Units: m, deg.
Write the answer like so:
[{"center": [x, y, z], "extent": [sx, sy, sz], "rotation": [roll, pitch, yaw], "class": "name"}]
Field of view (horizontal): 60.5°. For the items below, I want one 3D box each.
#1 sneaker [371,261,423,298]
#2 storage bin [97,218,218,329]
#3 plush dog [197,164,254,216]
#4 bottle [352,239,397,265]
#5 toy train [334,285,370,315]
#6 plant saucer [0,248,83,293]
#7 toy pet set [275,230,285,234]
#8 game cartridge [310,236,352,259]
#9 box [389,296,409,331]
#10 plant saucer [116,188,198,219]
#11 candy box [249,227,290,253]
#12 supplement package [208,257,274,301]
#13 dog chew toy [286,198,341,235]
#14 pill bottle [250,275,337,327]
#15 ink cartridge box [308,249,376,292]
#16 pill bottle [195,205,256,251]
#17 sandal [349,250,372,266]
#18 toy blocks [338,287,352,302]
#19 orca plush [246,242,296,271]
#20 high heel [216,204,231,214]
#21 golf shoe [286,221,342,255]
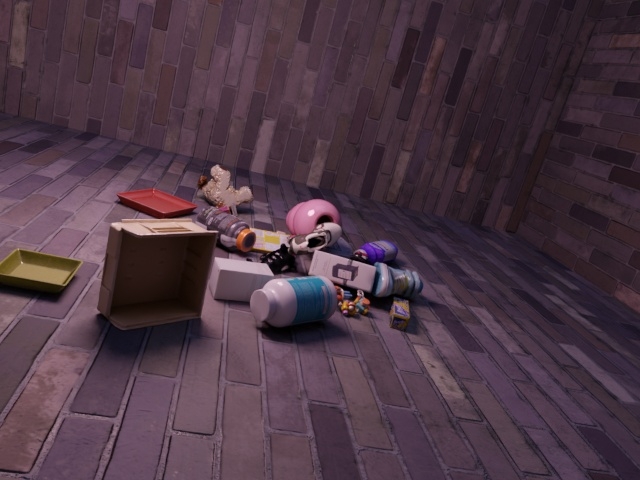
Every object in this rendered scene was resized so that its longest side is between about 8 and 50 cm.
[{"center": [0.303, 0.164, 2.105], "extent": [0.208, 0.127, 0.319], "rotation": [16, 8, 0], "class": "sneaker"}, {"center": [-0.438, 0.082, 1.476], "extent": [0.123, 0.262, 0.260], "rotation": [27, 19, 37], "class": "storage bin"}, {"center": [-0.492, -0.225, 2.697], "extent": [0.262, 0.211, 0.225], "rotation": [39, -12, -30], "class": "plush dog"}, {"center": [0.245, 0.060, 2.503], "extent": [0.118, 0.092, 0.283], "rotation": [29, 21, 29], "class": "bottle"}, {"center": [0.107, 0.198, 1.901], "extent": [0.166, 0.046, 0.125], "rotation": [7, 49, -35], "class": "toy train"}, {"center": [-0.780, 0.090, 1.520], "extent": [0.188, 0.045, 0.188], "rotation": [13, 16, -12], "class": "plant saucer"}, {"center": [-0.179, 0.008, 2.383], "extent": [0.122, 0.065, 0.114], "rotation": [14, -19, -15], "class": "toy pet set"}, {"center": [0.040, 0.031, 2.485], "extent": [0.198, 0.062, 0.297], "rotation": [16, 15, -12], "class": "game cartridge"}, {"center": [0.278, 0.258, 1.940], "extent": [0.059, 0.054, 0.169], "rotation": [16, 17, 3], "class": "box"}, {"center": [-0.717, -0.159, 2.418], "extent": [0.259, 0.048, 0.258], "rotation": [21, 17, 16], "class": "plant saucer"}, {"center": [-0.209, 0.010, 2.277], "extent": [0.206, 0.027, 0.105], "rotation": [11, 53, -17], "class": "candy box"}, {"center": [-0.257, 0.129, 1.775], "extent": [0.179, 0.105, 0.105], "rotation": [9, 17, -24], "class": "supplement package"}, {"center": [-0.047, -0.078, 2.373], "extent": [0.206, 0.207, 0.332], "rotation": [8, 2, -25], "class": "dog chew toy"}, {"center": [-0.083, 0.185, 1.674], "extent": [0.264, 0.146, 0.146], "rotation": [-1, 23, -46], "class": "pill bottle"}, {"center": [0.084, 0.117, 2.066], "extent": [0.237, 0.100, 0.172], "rotation": [16, -3, 3], "class": "ink cartridge box"}, {"center": [-0.372, -0.039, 2.188], "extent": [0.245, 0.130, 0.130], "rotation": [25, 18, 30], "class": "pill bottle"}, {"center": [0.158, 0.067, 2.104], "extent": [0.067, 0.040, 0.179], "rotation": [15, -5, 21], "class": "sandal"}, {"center": [0.028, 0.179, 1.967], "extent": [0.148, 0.054, 0.123], "rotation": [6, 19, -32], "class": "toy blocks"}, {"center": [-0.176, 0.052, 2.116], "extent": [0.151, 0.102, 0.287], "rotation": [27, 19, 34], "class": "orca plush"}, {"center": [-0.443, -0.078, 2.402], "extent": [0.117, 0.082, 0.244], "rotation": [-19, 39, -6], "class": "high heel"}, {"center": [0.000, 0.000, 2.136], "extent": [0.273, 0.105, 0.120], "rotation": [-22, 14, -38], "class": "golf shoe"}]
